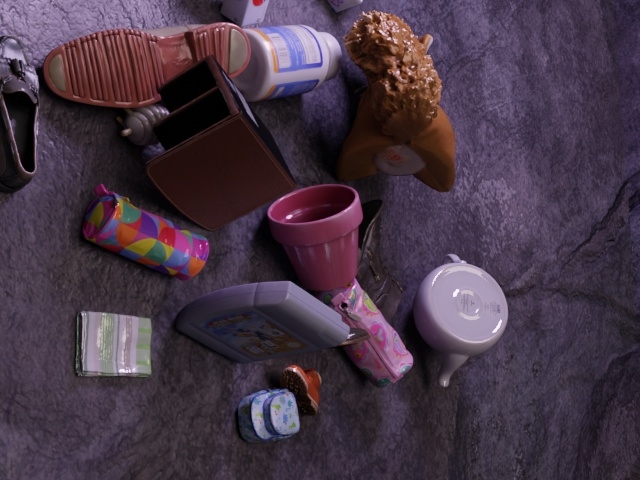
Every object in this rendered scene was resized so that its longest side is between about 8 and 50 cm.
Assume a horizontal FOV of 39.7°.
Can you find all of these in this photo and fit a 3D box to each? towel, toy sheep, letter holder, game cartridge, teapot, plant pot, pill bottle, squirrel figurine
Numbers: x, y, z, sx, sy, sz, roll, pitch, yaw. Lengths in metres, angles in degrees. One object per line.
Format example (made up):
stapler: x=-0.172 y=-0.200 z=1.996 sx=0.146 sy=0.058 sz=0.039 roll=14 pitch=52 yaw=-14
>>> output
towel: x=-0.361 y=0.184 z=1.562 sx=0.152 sy=0.023 sz=0.113 roll=11 pitch=73 yaw=-46
toy sheep: x=-0.328 y=-0.219 z=1.654 sx=0.132 sy=0.091 sz=0.091 roll=-38 pitch=109 yaw=-46
letter holder: x=-0.211 y=-0.169 z=1.682 sx=0.152 sy=0.214 sz=0.302 roll=63 pitch=6 yaw=28
game cartridge: x=-0.120 y=0.153 z=1.631 sx=0.198 sy=0.297 sz=0.062 roll=32 pitch=55 yaw=-39
teapot: x=0.331 y=0.185 z=2.220 sx=0.256 sy=0.187 sz=0.252 roll=-35 pitch=80 yaw=-29
plant pot: x=0.000 y=0.000 z=1.897 sx=0.201 sy=0.201 sz=0.180 roll=-40 pitch=127 yaw=-45
pill bottle: x=-0.078 y=-0.389 z=1.922 sx=0.272 sy=0.152 sz=0.152 roll=-20 pitch=96 yaw=-49
squirrel figurine: x=0.184 y=-0.362 z=2.052 sx=0.397 sy=0.281 sz=0.370 roll=87 pitch=7 yaw=-60

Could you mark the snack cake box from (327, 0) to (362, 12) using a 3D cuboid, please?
snack cake box: x=0.075 y=-0.716 z=2.221 sx=0.152 sy=0.089 sz=0.264 roll=51 pitch=48 yaw=-29

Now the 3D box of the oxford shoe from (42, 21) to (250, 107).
oxford shoe: x=-0.333 y=-0.330 z=1.658 sx=0.397 sy=0.146 sz=0.140 roll=-12 pitch=109 yaw=-32

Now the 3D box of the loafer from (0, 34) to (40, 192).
loafer: x=-0.497 y=-0.216 z=1.462 sx=0.096 sy=0.084 sz=0.267 roll=4 pitch=77 yaw=-47

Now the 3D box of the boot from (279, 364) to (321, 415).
boot: x=-0.038 y=0.292 z=1.852 sx=0.158 sy=0.059 sz=0.084 roll=68 pitch=32 yaw=-47

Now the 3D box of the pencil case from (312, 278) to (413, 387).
pencil case: x=0.093 y=0.202 z=1.985 sx=0.284 sy=0.124 sz=0.124 roll=55 pitch=46 yaw=-27

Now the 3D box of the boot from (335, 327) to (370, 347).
boot: x=-0.002 y=0.177 z=1.867 sx=0.219 sy=0.082 sz=0.106 roll=-4 pitch=80 yaw=-17

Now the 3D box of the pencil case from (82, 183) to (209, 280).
pencil case: x=-0.315 y=-0.009 z=1.607 sx=0.236 sy=0.104 sz=0.104 roll=32 pitch=58 yaw=-41

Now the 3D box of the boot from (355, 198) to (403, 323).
boot: x=0.129 y=0.060 z=2.105 sx=0.229 sy=0.091 sz=0.263 roll=50 pitch=52 yaw=-35

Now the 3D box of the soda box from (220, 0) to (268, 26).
soda box: x=-0.140 y=-0.563 z=1.860 sx=0.069 sy=0.216 sz=0.074 roll=37 pitch=39 yaw=21

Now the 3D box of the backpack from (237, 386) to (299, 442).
backpack: x=-0.102 y=0.348 z=1.763 sx=0.114 sy=0.084 sz=0.105 roll=-2 pitch=79 yaw=-45
